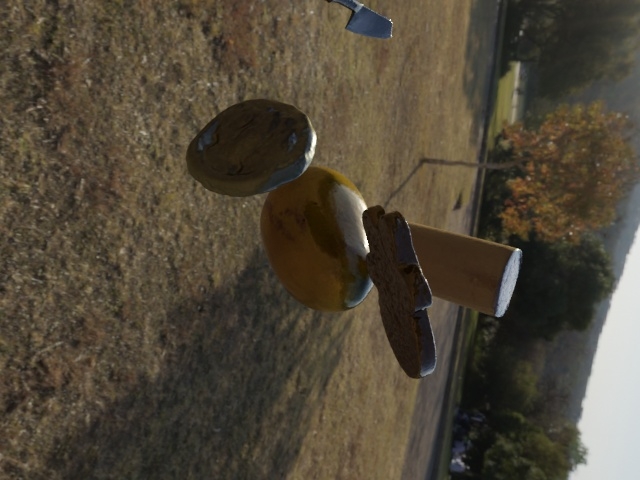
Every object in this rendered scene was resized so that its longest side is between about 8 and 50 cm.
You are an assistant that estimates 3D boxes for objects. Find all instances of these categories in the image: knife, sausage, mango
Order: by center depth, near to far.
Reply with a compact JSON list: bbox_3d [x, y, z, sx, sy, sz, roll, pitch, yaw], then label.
[{"bbox_3d":[0.217,0.042,1.001,0.123,0.252,0.123,-27,125,-46],"label":"sausage"},{"bbox_3d":[0.079,-0.433,1.098,0.230,0.028,0.060,-1,129,-52],"label":"knife"},{"bbox_3d":[0.000,0.000,1.238,0.221,0.378,0.264,19,122,-40],"label":"mango"}]

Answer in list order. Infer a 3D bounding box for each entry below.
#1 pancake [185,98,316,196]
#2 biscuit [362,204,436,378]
[{"bbox_3d":[-0.125,-0.170,0.974,0.050,0.241,0.242,74,33,-48],"label":"pancake"},{"bbox_3d":[0.105,0.069,0.742,0.180,0.039,0.236,-142,-141,-71],"label":"biscuit"}]
